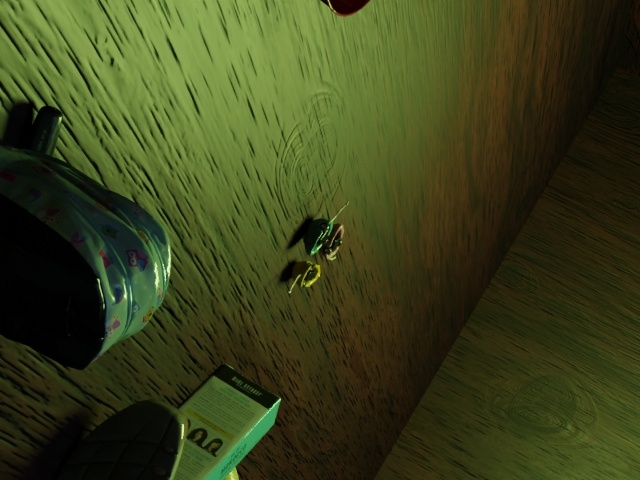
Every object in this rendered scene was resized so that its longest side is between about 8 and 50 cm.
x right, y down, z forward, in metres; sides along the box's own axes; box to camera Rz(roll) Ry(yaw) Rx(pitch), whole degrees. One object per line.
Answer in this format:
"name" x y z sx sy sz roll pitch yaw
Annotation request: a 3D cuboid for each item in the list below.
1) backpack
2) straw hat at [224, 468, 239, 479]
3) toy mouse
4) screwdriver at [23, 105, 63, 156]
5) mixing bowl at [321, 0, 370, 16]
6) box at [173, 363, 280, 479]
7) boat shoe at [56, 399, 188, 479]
"backpack" -0.204 0.009 0.776 0.115 0.182 0.152 -41 152 -48
"straw hat" -0.155 0.367 1.613 0.144 0.144 0.061 54 23 -70
"toy mouse" 0.000 0.000 1.562 0.143 0.031 0.161 -66 162 14
"screwdriver" -0.244 -0.034 0.867 0.025 0.024 0.170 1 121 -38
"mixing bowl" 0.013 -0.322 1.026 0.181 0.098 0.181 -52 159 -30
"box" -0.163 0.276 1.408 0.244 0.100 0.060 -42 155 -45
"boat shoe" -0.254 0.324 1.226 0.324 0.123 0.116 -57 169 4
